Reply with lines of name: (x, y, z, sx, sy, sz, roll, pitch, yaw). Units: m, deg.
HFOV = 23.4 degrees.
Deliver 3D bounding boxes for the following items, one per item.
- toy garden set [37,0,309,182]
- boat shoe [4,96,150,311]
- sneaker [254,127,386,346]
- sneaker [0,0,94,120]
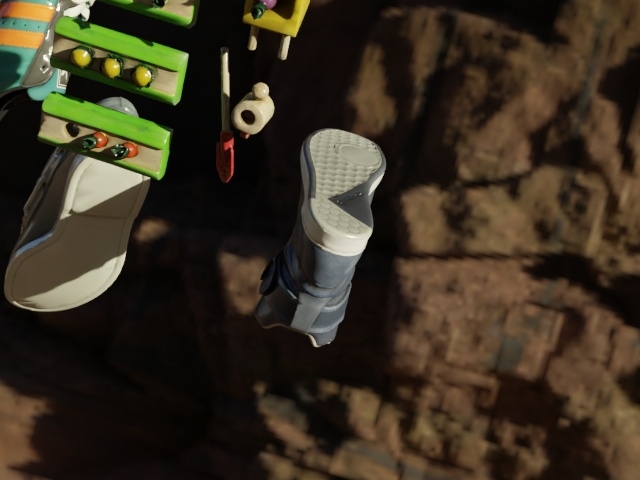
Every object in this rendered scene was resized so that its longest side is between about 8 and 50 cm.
toy garden set: (-0.112, -0.151, 1.203, 0.204, 0.244, 0.049, 18, 27, 7)
boat shoe: (-0.264, -0.032, 1.686, 0.116, 0.099, 0.319, 11, -39, -23)
sneaker: (-0.002, 0.000, 1.475, 0.086, 0.163, 0.226, 18, 31, -3)
sneaker: (-0.259, -0.199, 1.438, 0.121, 0.302, 0.108, 42, 7, 5)
